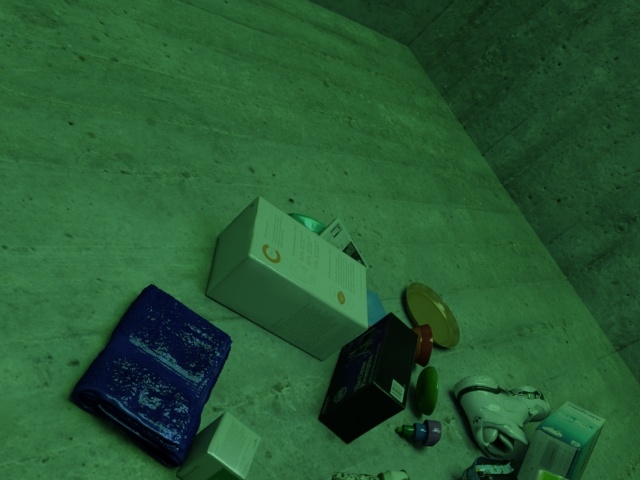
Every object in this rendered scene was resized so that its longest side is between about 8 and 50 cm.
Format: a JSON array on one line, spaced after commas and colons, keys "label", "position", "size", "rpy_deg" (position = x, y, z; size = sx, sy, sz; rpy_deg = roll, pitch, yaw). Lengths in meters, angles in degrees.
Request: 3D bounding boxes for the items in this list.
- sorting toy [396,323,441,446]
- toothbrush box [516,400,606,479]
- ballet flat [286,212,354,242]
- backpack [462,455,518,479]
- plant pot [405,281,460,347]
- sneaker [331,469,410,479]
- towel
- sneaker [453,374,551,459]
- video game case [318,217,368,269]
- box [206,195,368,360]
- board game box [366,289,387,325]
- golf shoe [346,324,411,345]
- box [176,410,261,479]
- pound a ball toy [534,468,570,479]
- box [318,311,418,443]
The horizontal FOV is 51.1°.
[{"label": "sorting toy", "position": [0.232, 0.368, 1.759], "size": [0.126, 0.127, 0.365], "rpy_deg": [9, 43, -7]}, {"label": "toothbrush box", "position": [0.673, 0.604, 1.884], "size": [0.126, 0.216, 0.296], "rpy_deg": [24, 16, 31]}, {"label": "ballet flat", "position": [0.000, 0.000, 1.872], "size": [0.247, 0.083, 0.087], "rpy_deg": [23, 53, -34]}, {"label": "backpack", "position": [0.420, 0.622, 1.662], "size": [0.173, 0.117, 0.158], "rpy_deg": [24, 38, -36]}, {"label": "plant pot", "position": [0.343, 0.237, 2.085], "size": [0.236, 0.032, 0.236], "rpy_deg": [32, 35, -25]}, {"label": "sneaker", "position": [0.060, 0.608, 1.248], "size": [0.182, 0.158, 0.410], "rpy_deg": [12, 38, 1]}, {"label": "towel", "position": [-0.288, 0.233, 1.236], "size": [0.228, 0.076, 0.308], "rpy_deg": [41, 31, -15]}, {"label": "sneaker", "position": [0.545, 0.525, 1.923], "size": [0.366, 0.137, 0.210], "rpy_deg": [21, 40, -30]}, {"label": "video game case", "position": [0.041, 0.056, 1.826], "size": [0.173, 0.022, 0.190], "rpy_deg": [58, 44, -14]}, {"label": "box", "position": [-0.069, 0.094, 1.584], "size": [0.345, 0.168, 0.215], "rpy_deg": [34, 34, -24]}, {"label": "board game box", "position": [0.118, 0.216, 1.812], "size": [0.133, 0.033, 0.168], "rpy_deg": [-13, 72, -34]}, {"label": "golf shoe", "position": [0.150, 0.246, 1.739], "size": [0.186, 0.086, 0.067], "rpy_deg": [-3, 68, -30]}, {"label": "box", "position": [-0.178, 0.381, 1.183], "size": [0.087, 0.101, 0.102], "rpy_deg": [42, 31, -11]}, {"label": "pound a ball toy", "position": [0.576, 0.730, 1.555], "size": [0.136, 0.208, 0.319], "rpy_deg": [30, 76, -39]}, {"label": "box", "position": [0.116, 0.314, 1.557], "size": [0.103, 0.184, 0.261], "rpy_deg": [40, 31, -9]}]
